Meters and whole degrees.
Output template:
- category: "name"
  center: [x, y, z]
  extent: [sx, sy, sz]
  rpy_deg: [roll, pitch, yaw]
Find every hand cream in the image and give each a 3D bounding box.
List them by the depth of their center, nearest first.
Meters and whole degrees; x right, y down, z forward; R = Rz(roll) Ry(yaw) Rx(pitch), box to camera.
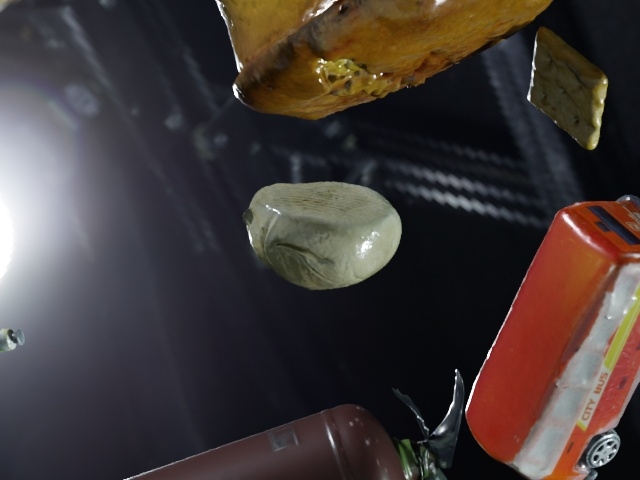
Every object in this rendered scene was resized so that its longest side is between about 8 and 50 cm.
- category: "hand cream"
  center: [-0.356, 0.110, 1.814]
  extent: [0.102, 0.022, 0.035]
  rpy_deg: [-11, -61, 16]

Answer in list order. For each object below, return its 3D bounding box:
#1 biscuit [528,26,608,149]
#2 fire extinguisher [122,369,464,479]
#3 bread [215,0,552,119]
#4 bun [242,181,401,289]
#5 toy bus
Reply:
- category: "biscuit"
  center: [0.203, -0.125, 1.438]
  extent: [0.083, 0.018, 0.081]
  rpy_deg: [46, -29, 34]
- category: "fire extinguisher"
  center: [-0.046, 0.195, 1.283]
  extent: [0.114, 0.337, 0.135]
  rpy_deg: [-111, -177, -49]
- category: "bread"
  center: [0.052, -0.212, 1.412]
  extent: [0.312, 0.312, 0.172]
  rpy_deg: [-31, -98, 52]
- category: "bun"
  center: [0.000, 0.000, 1.996]
  extent: [0.173, 0.166, 0.113]
  rpy_deg: [20, -66, 35]
- category: "toy bus"
  center: [0.144, 0.062, 1.000]
  extent: [0.079, 0.077, 0.174]
  rpy_deg: [46, -58, 42]
